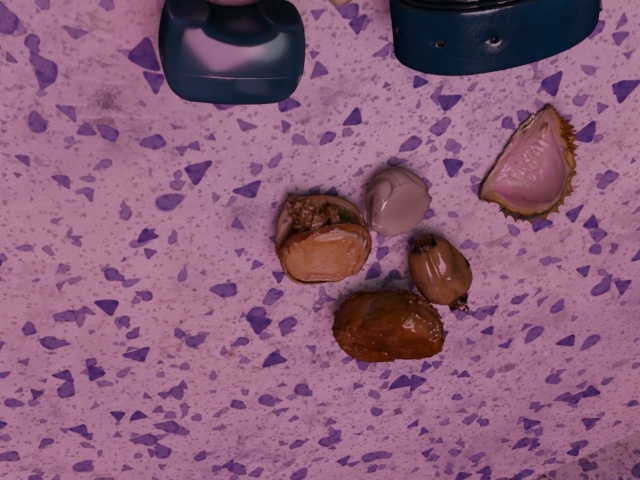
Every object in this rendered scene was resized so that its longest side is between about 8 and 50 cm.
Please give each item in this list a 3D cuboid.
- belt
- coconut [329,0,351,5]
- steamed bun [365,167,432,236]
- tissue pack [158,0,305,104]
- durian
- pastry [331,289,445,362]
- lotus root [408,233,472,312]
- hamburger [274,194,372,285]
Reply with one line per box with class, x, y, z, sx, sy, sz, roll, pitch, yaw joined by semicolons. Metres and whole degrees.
belt;0.350;-0.482;1.650;0.437;0.300;0.173;-14;132;-8
coconut;0.028;-0.543;1.636;0.116;0.116;0.122;-39;132;17
steamed bun;0.185;-0.099;2.043;0.183;0.106;0.182;-17;130;-21
tissue pack;-0.179;-0.374;1.661;0.287;0.198;0.206;-3;127;-16
durian;0.548;-0.151;2.049;0.185;0.195;0.305;24;117;-38
pastry;0.190;0.228;2.257;0.311;0.162;0.255;-8;143;24
lotus root;0.322;0.081;2.207;0.154;0.140;0.257;-33;124;-3
hamburger;0.000;0.000;2.054;0.243;0.146;0.286;-33;136;21
